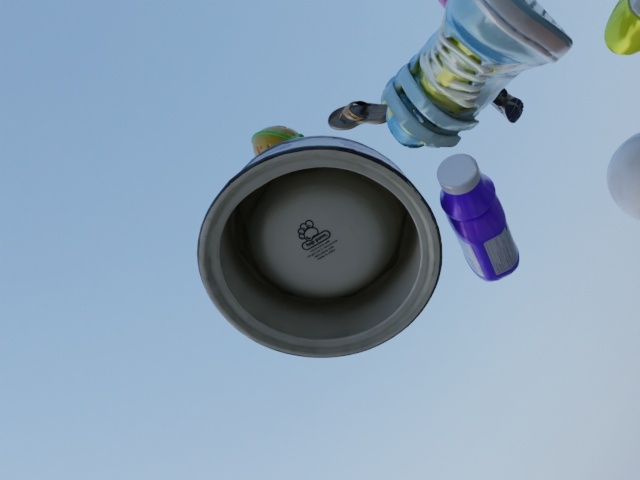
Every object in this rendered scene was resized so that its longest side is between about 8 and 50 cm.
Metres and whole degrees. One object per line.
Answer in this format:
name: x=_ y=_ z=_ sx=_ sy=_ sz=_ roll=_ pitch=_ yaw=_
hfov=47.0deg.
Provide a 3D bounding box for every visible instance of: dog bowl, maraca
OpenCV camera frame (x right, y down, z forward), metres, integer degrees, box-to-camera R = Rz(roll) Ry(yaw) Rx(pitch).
dog bowl: x=0.000 y=0.000 z=1.280 sx=0.150 sy=0.407 sz=0.408 roll=-88 pitch=5 yaw=-60
maraca: x=-0.074 y=-0.205 z=1.653 sx=0.127 sy=0.185 sz=0.099 roll=46 pitch=-121 yaw=-48

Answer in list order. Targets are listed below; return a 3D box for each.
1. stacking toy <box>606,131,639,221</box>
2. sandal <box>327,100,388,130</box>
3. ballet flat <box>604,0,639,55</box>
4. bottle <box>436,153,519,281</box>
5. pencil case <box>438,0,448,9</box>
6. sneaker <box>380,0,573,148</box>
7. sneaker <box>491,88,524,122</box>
stacking toy: x=0.462 y=-0.072 z=0.713 sx=0.350 sy=0.480 sz=0.351 roll=0 pitch=-88 yaw=-14
sandal: x=0.096 y=-0.322 z=1.854 sx=0.049 sy=0.180 sz=0.072 roll=44 pitch=-127 yaw=-50
ballet flat: x=0.405 y=-0.304 z=0.809 sx=0.231 sy=0.077 sz=0.077 roll=-41 pitch=-26 yaw=23
bottle: x=0.265 y=-0.039 z=1.250 sx=0.092 sy=0.118 sz=0.283 roll=-27 pitch=-39 yaw=8
pencil case: x=0.292 y=-0.452 z=1.402 sx=0.098 sy=0.209 sz=0.095 roll=-42 pitch=-47 yaw=22
sneaker: x=0.144 y=-0.173 z=0.773 sx=0.208 sy=0.127 sz=0.319 roll=-44 pitch=-5 yaw=19
sneaker: x=0.405 y=-0.313 z=1.646 sx=0.052 sy=0.058 sz=0.135 roll=-51 pitch=-48 yaw=5
